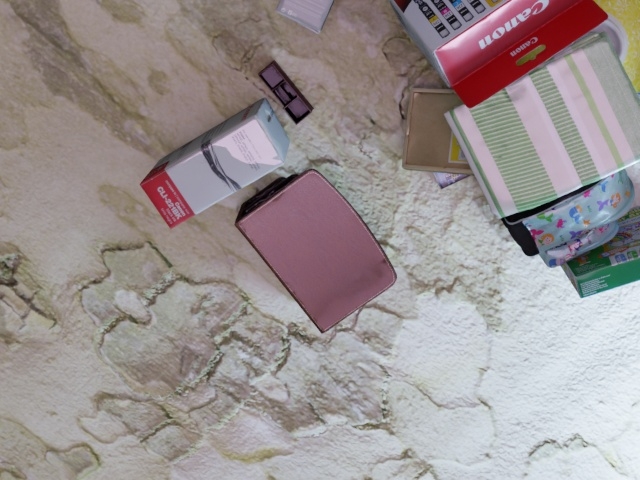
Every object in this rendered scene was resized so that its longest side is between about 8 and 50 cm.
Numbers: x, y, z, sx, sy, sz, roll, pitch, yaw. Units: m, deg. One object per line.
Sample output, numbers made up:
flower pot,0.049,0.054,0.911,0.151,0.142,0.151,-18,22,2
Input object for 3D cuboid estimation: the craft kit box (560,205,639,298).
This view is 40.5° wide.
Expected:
craft kit box,0.610,0.012,1.752,0.250,0.246,0.061,-19,105,8

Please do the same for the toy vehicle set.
toy vehicle set,0.300,-0.213,1.723,0.267,0.035,0.166,7,89,23

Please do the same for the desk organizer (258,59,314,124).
desk organizer,-0.072,-0.302,1.777,0.047,0.050,0.130,-37,103,13

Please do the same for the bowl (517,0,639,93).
bowl,0.509,-0.371,1.653,0.290,0.156,0.289,3,105,12

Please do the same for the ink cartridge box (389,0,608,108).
ink cartridge box,0.319,-0.438,1.585,0.309,0.272,0.130,-34,147,7

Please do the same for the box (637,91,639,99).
box,0.658,-0.351,1.737,0.105,0.043,0.179,19,110,-3

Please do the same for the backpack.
backpack,0.494,-0.083,1.735,0.253,0.225,0.191,-34,113,16

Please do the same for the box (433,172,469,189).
box,0.320,-0.202,1.802,0.207,0.036,0.114,-26,106,10

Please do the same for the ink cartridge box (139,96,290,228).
ink cartridge box,-0.205,-0.161,1.753,0.273,0.197,0.114,-30,106,12

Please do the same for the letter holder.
letter holder,0.000,0.000,1.824,0.214,0.152,0.302,-35,104,11

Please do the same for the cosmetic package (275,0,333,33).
cosmetic package,0.006,-0.531,1.661,0.107,0.127,0.238,27,109,-6

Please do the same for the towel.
towel,0.425,-0.206,1.607,0.325,0.038,0.247,-26,94,16
